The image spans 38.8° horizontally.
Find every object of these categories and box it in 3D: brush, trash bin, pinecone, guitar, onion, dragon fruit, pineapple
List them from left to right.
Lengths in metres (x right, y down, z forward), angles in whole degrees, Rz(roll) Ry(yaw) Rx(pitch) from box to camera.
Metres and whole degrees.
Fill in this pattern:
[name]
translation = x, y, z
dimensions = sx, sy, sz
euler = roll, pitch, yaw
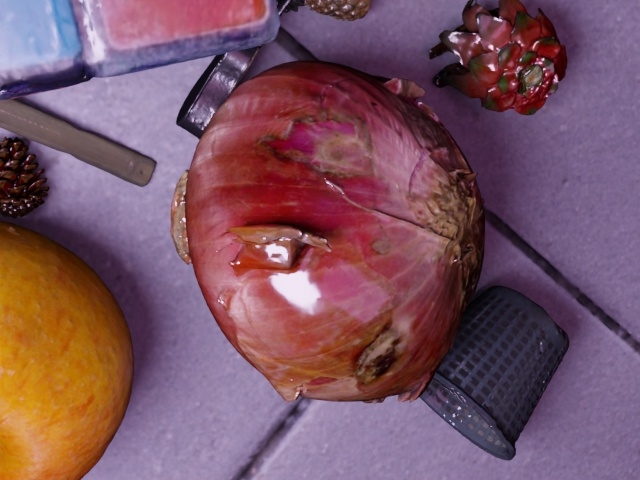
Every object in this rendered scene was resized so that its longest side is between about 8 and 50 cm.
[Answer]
[pinecone]
translation = -0.314, -0.064, 0.923
dimensions = 0.077, 0.077, 0.083
euler = -3, 93, -17
[brush]
translation = -0.265, -0.105, 0.954
dimensions = 0.190, 0.027, 0.034
euler = 23, 86, -29
[guitar]
translation = -0.059, -0.219, 0.927
dimensions = 0.038, 0.084, 0.271
euler = 34, 108, -20
[pineapple]
translation = -0.025, -0.274, 0.970
dimensions = 0.159, 0.074, 0.074
euler = 2, 102, -9
[onion]
translation = 0.018, -0.010, 0.899
dimensions = 0.353, 0.353, 0.354
euler = -4, 103, -17
[trash bin]
translation = 0.205, 0.145, 1.094
dimensions = 0.175, 0.175, 0.161
euler = 46, 75, -21
[dragon fruit]
translation = 0.207, -0.207, 1.031
dimensions = 0.130, 0.121, 0.142
euler = -41, 86, -12

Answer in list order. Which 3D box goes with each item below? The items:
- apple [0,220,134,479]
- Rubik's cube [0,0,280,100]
[apple]
translation = -0.324, 0.130, 0.860
dimensions = 0.299, 0.275, 0.299
euler = -6, 110, -17
[Rubik's cube]
translation = -0.233, -0.294, 0.766
dimensions = 0.318, 0.316, 0.313
euler = -13, 106, -13
